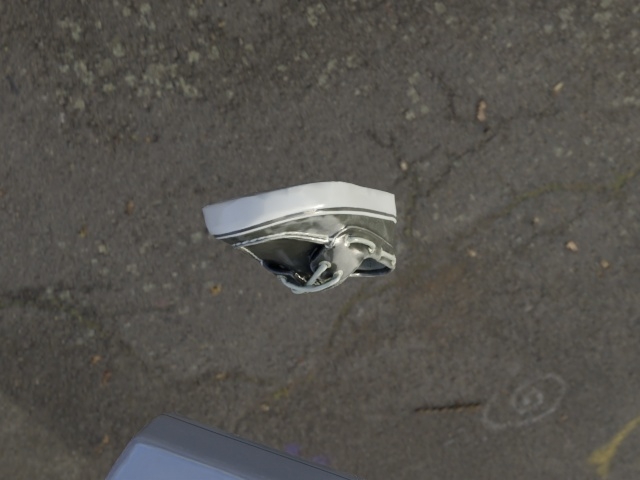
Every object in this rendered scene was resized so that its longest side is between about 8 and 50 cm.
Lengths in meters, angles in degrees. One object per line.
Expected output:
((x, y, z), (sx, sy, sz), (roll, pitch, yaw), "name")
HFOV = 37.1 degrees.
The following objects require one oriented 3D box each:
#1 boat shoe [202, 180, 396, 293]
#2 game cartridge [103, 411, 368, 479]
((0.000, 0.000, 0.664), (0.078, 0.070, 0.219), (-11, 175, 30), "boat shoe")
((-0.036, 0.228, 0.388), (0.198, 0.062, 0.297), (18, 100, 16), "game cartridge")
